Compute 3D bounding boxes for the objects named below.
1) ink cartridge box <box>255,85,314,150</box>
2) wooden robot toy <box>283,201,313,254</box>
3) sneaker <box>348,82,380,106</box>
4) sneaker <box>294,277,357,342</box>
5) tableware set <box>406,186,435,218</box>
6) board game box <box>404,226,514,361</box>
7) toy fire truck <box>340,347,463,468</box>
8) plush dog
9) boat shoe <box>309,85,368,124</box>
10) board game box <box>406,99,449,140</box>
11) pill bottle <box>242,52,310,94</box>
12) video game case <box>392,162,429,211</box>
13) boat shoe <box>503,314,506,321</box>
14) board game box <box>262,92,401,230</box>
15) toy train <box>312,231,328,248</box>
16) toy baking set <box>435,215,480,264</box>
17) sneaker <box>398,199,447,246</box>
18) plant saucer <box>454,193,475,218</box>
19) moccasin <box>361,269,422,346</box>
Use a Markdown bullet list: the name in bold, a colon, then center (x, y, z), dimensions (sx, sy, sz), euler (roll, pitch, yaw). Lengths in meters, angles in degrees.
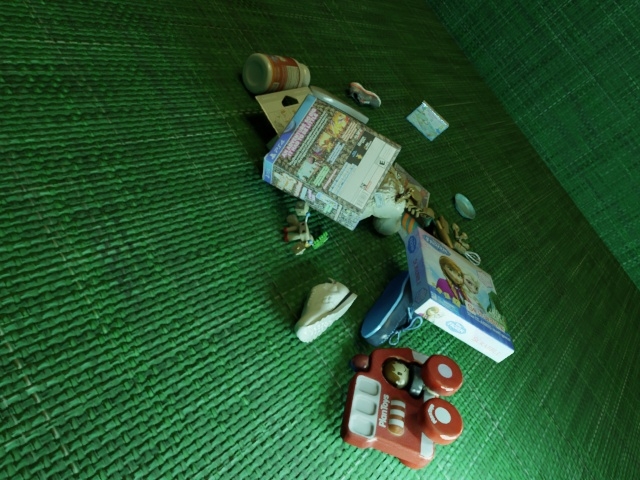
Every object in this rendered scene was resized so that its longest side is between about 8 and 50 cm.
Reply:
- **ink cartridge box**: center (-0.062, -0.335, 1.704), dimensions (0.261, 0.066, 0.296), euler (56, 37, 1)
- **wooden robot toy**: center (-0.052, -0.016, 1.476), dimensions (0.079, 0.076, 0.173), euler (63, 17, -51)
- **sneaker**: center (0.166, -0.550, 2.156), dimensions (0.158, 0.061, 0.065), euler (24, 71, -30)
- **sneaker**: center (-0.005, 0.166, 1.350), dimensions (0.095, 0.090, 0.235), euler (43, 32, 12)
- **tableware set**: center (0.346, -0.112, 1.948), dimensions (0.168, 0.020, 0.141), euler (53, 39, 0)
- **board game box**: center (0.390, 0.147, 1.587), dimensions (0.319, 0.066, 0.318), euler (31, 32, -21)
- **toy fire truck**: center (0.184, 0.372, 1.312), dimensions (0.254, 0.169, 0.302), euler (23, 41, -5)
- **plush dog**: center (0.177, -0.172, 1.704), dimensions (0.262, 0.210, 0.225), euler (18, 47, -35)
- **boat shoe**: center (0.050, -0.443, 1.906), dimensions (0.267, 0.088, 0.096), euler (17, 25, -45)
- **board game box**: center (0.458, -0.511, 2.369), dimensions (0.154, 0.103, 0.026), euler (39, 39, -16)
- **pill bottle**: center (-0.134, -0.522, 1.753), dimensions (0.216, 0.121, 0.121), euler (-16, 72, -51)
- **video game case**: center (0.317, -0.171, 2.003), dimensions (0.183, 0.023, 0.201), euler (40, 38, -14)
- **boat shoe**: center (0.495, 0.184, 1.813), dimensions (0.307, 0.111, 0.104), euler (40, 39, -14)
- **board game box**: center (0.027, -0.208, 1.492), dimensions (0.291, 0.141, 0.232), euler (31, 72, 2)
- **toy train**: center (0.000, 0.000, 1.536), dimensions (0.023, 0.017, 0.083), euler (58, 36, -6)
- **toy baking set**: center (0.513, 0.019, 2.039), dimensions (0.197, 0.030, 0.256), euler (8, 54, -42)
- **sneaker**: center (0.309, -0.069, 1.826), dimensions (0.108, 0.121, 0.302), euler (-19, 73, -51)
- **plant saucer**: center (0.579, -0.135, 2.245), dimensions (0.119, 0.021, 0.119), euler (27, 43, -29)
- **moccasin**: center (0.223, 0.191, 1.508), dimensions (0.117, 0.138, 0.342), euler (53, 38, -4)
